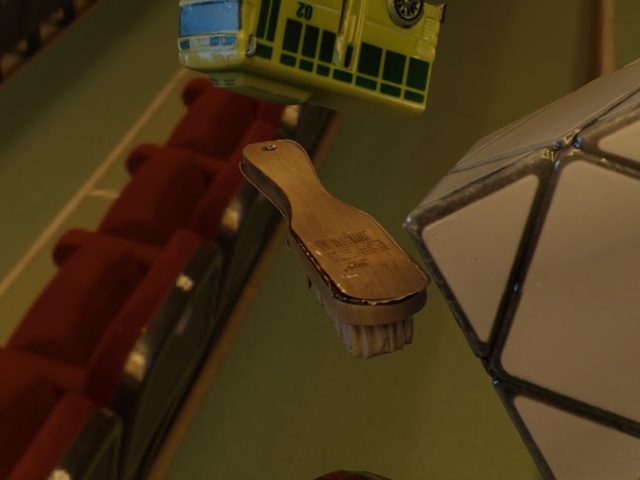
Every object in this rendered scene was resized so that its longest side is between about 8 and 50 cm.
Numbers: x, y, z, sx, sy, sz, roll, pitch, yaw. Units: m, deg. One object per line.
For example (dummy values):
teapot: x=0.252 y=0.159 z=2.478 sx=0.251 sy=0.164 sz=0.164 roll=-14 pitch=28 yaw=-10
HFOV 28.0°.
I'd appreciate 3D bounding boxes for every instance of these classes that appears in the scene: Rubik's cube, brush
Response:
Rubik's cube: x=0.202 y=0.006 z=0.767 sx=0.207 sy=0.205 sz=0.205 roll=-25 pitch=7 yaw=25
brush: x=0.000 y=0.000 z=0.975 sx=0.070 sy=0.065 sz=0.327 roll=-11 pitch=27 yaw=-14

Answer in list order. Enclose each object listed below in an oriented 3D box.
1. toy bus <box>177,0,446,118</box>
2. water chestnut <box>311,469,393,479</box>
toy bus: x=-0.008 y=-0.139 z=0.861 sx=0.175 sy=0.101 sz=0.088 roll=10 pitch=-1 yaw=-39
water chestnut: x=0.035 y=0.363 z=1.040 sx=0.335 sy=0.347 sz=0.335 roll=2 pitch=65 yaw=-4
